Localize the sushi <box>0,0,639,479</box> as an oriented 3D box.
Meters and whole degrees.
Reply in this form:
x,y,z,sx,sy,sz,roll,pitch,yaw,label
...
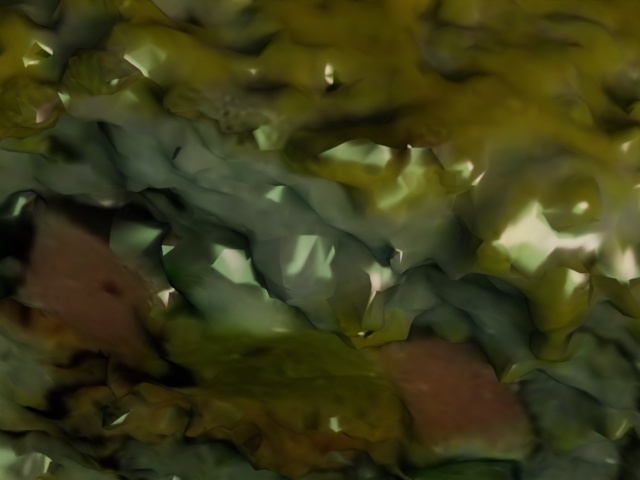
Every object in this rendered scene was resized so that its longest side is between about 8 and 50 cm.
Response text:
x,y,z,sx,sy,sz,roll,pitch,yaw,label
0.000,0.000,0.509,0.397,0.240,0.351,16,141,-2,sushi
